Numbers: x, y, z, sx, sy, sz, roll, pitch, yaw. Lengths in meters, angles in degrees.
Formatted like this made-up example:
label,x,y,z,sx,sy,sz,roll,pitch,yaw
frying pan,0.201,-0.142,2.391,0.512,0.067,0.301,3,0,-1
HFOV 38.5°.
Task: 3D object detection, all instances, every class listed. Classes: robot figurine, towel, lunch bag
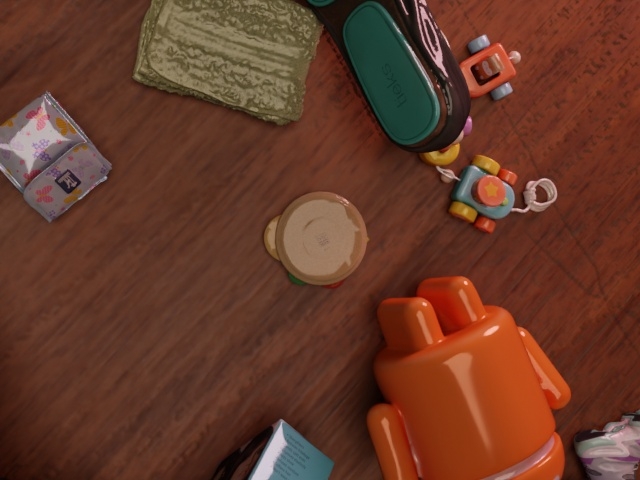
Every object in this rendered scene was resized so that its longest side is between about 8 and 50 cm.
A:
label,x,y,z,sx,sy,sz,roll,pitch,yaw
robot figurine,0.124,0.139,0.758,0.128,0.158,0.220,-20,95,29
towel,-0.076,-0.164,0.768,0.148,0.027,0.110,15,87,-10
lunch bag,-0.216,-0.067,0.730,0.071,0.053,0.083,-38,106,-7

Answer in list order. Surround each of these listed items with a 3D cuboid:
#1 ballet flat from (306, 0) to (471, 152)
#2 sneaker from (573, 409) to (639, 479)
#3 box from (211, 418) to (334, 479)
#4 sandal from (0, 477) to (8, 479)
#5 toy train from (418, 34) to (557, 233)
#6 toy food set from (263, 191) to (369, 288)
label,x,y,z,sx,sy,sz,roll,pitch,yaw
ballet flat,0.042,-0.200,0.754,0.096,0.095,0.281,-21,86,-52
sneaker,0.285,0.197,0.837,0.098,0.038,0.069,-17,95,-1
box,-0.078,0.250,0.665,0.060,0.100,0.244,41,40,-8
sandal,-0.210,0.243,0.685,0.107,0.167,0.446,-17,94,-28
toy train,0.148,-0.091,0.801,0.125,0.046,0.166,-25,95,-9
toy food set,0.000,0.000,0.787,0.083,0.020,0.082,-42,98,-8
